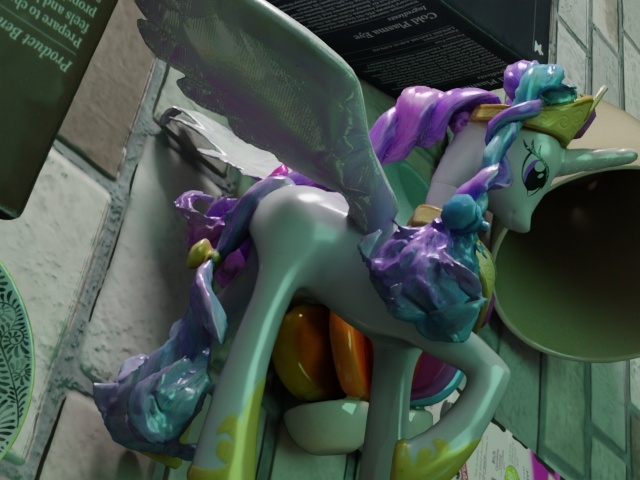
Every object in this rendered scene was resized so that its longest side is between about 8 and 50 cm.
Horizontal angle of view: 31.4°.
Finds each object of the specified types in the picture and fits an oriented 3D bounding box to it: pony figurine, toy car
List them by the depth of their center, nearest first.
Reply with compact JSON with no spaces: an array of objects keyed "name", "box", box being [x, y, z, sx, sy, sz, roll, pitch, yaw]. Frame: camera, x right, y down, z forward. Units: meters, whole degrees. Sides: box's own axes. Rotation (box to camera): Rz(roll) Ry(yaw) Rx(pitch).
[{"name":"pony figurine","box":[0.000,0.000,0.779,0.303,0.351,0.363,80,34,-77]},{"name":"toy car","box":[0.051,0.093,0.946,0.182,0.136,0.159,17,59,-48]}]

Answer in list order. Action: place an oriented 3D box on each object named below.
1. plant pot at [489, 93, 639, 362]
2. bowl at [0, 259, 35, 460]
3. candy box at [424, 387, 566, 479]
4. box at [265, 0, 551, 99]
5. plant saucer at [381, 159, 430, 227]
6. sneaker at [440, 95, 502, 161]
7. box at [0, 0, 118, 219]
[{"name":"plant pot","box":[0.307,-0.047,1.291,0.256,0.256,0.274,48,24,-26]},{"name":"bowl","box":[-0.248,0.064,0.619,0.170,0.080,0.170,27,52,-42]},{"name":"candy box","box":[0.151,0.258,1.048,0.233,0.071,0.159,43,43,-33]},{"name":"box","box":[0.080,-0.352,1.130,0.312,0.179,0.343,23,67,-45]},{"name":"plant saucer","box":[0.089,-0.022,1.091,0.195,0.037,0.195,48,22,-26]},{"name":"sneaker","box":[0.176,-0.098,1.288,0.076,0.065,0.166,63,36,-36]},{"name":"box","box":[-0.203,-0.222,0.664,0.191,0.143,0.381,34,70,-40]}]
